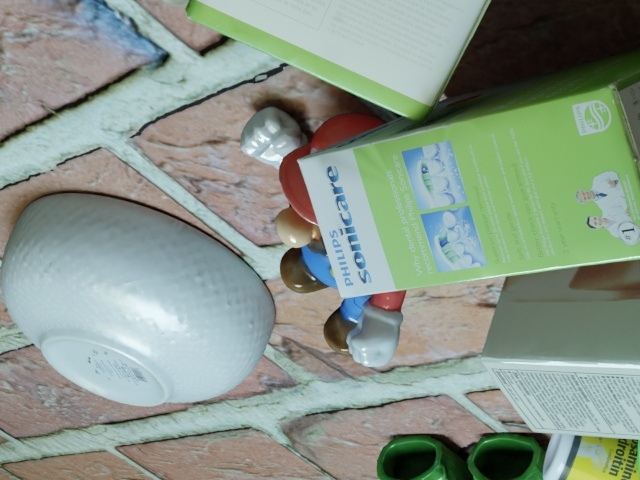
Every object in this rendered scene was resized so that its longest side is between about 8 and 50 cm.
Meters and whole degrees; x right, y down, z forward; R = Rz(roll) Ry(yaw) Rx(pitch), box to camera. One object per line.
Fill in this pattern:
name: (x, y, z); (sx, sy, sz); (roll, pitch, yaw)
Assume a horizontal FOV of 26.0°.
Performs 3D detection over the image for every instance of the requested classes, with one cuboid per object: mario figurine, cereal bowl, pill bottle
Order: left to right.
cereal bowl: (-0.230, 0.096, 1.636); (0.339, 0.141, 0.339); (16, 150, 10)
mario figurine: (0.000, 0.000, 1.297); (0.198, 0.170, 0.320); (19, 153, 7)
pill bottle: (0.353, 0.258, 1.575); (0.184, 0.103, 0.103); (18, 151, 3)

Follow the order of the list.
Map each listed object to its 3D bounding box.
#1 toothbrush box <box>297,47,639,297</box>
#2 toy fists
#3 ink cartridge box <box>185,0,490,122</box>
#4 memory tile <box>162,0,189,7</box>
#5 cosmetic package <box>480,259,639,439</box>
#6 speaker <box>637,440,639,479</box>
toothbrush box: (0.161, -0.056, 1.030); (0.283, 0.206, 0.122); (-12, 100, 44)
toy fists: (0.207, 0.324, 1.791); (0.279, 0.096, 0.142); (-10, 140, 41)
ink cartridge box: (0.045, -0.238, 0.952); (0.188, 0.097, 0.255); (24, 117, -5)
memory tile: (-0.096, -0.235, 1.114); (0.113, 0.012, 0.148); (11, 149, 16)
cosmetic package: (0.323, 0.102, 1.303); (0.296, 0.129, 0.153); (1, 144, 33)
speaker: (0.482, 0.223, 1.411); (0.296, 0.131, 0.131); (4, 147, 28)
